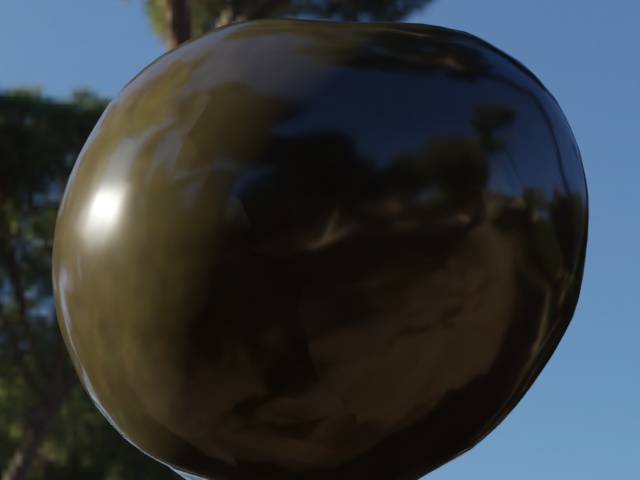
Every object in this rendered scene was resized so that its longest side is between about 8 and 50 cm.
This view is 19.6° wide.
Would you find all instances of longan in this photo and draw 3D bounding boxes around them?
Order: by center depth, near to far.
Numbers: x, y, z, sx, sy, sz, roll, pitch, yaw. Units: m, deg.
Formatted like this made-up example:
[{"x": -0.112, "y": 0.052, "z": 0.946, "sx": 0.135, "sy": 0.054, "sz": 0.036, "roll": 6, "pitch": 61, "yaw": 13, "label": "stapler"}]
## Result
[{"x": 0.000, "y": 0.000, "z": 0.847, "sx": 0.248, "sy": 0.248, "sz": 0.248, "roll": -2, "pitch": -22, "yaw": -1, "label": "longan"}]
